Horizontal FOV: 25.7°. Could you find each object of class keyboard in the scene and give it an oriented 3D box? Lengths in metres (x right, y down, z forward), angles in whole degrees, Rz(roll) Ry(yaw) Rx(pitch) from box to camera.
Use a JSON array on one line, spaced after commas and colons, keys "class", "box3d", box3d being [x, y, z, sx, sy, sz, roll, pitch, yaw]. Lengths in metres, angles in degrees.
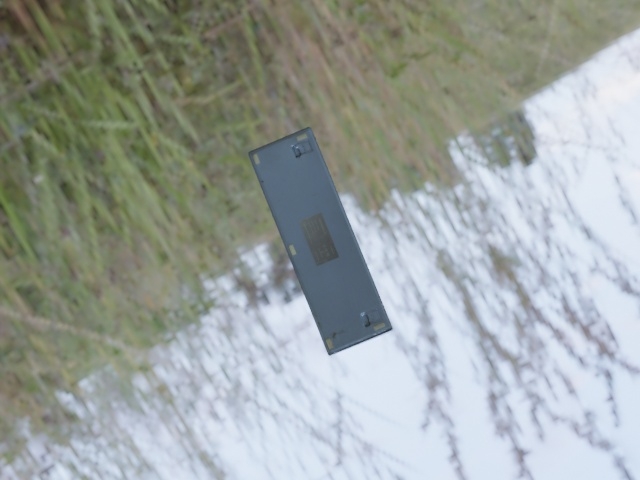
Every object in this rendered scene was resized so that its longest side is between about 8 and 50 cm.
[{"class": "keyboard", "box3d": [0.000, 0.000, 1.097, 0.055, 0.176, 0.014, -22, 167, -1]}]
